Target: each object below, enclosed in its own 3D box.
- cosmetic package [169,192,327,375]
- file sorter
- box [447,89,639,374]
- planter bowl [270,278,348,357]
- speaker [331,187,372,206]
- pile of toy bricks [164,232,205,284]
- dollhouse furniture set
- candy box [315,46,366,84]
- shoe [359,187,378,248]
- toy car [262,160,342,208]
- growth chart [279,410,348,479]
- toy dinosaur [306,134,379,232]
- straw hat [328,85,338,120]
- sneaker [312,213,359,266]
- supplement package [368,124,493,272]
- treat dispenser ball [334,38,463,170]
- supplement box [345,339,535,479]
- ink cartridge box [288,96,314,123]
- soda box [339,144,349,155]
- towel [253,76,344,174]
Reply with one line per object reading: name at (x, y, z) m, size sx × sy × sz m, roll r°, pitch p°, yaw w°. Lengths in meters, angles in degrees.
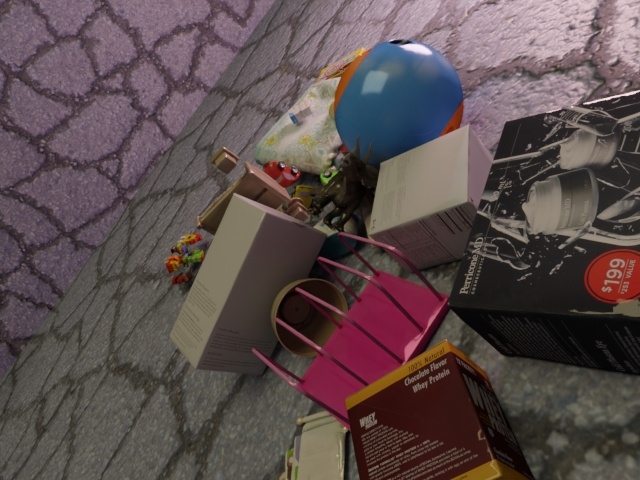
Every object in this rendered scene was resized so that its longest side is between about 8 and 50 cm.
cosmetic package at (-0.162, 0.104, 1.088) m, size 0.155 × 0.197 × 0.365 m, roll 27°, pitch 93°, yaw 47°
file sorter at (0.048, 0.152, 0.870) m, size 0.290 × 0.182 × 0.202 m, roll -54°, pitch 33°, yaw -12°
box at (0.390, -0.012, 0.647) m, size 0.312 × 0.179 × 0.343 m, roll -4°, pitch 54°, yaw 49°
planter bowl at (-0.037, 0.154, 1.020) m, size 0.162 × 0.162 × 0.109 m, roll -58°, pitch 22°, yaw -11°
speaker at (0.090, -0.134, 1.231) m, size 0.136 × 0.055 × 0.055 m, roll -39°, pitch 35°, yaw 16°
pile of toy bricks at (-0.446, 0.061, 1.657) m, size 0.105 × 0.118 × 0.212 m, roll -9°, pitch 27°, yaw 9°
dollhouse furniture set at (-0.223, -0.066, 1.248) m, size 0.303 × 0.355 × 0.174 m, roll -42°, pitch 40°, yaw 15°
candy box at (0.070, -0.625, 1.760) m, size 0.206 × 0.027 × 0.105 m, roll -13°, pitch 45°, yaw 43°
shoe at (0.115, -0.061, 1.111) m, size 0.058 × 0.076 × 0.219 m, roll -35°, pitch 38°, yaw 14°
toy car at (-0.013, -0.148, 1.285) m, size 0.225 × 0.239 × 0.053 m, roll -7°, pitch 67°, yaw 17°
growth chart at (-0.013, 0.413, 0.852) m, size 0.172 × 0.021 × 0.237 m, roll -23°, pitch 42°, yaw 36°
toy dinosaur at (0.053, -0.110, 1.098) m, size 0.160 × 0.121 × 0.313 m, roll -48°, pitch 4°, yaw -6°
straw hat at (0.070, -0.403, 1.339) m, size 0.144 × 0.061 × 0.144 m, roll -19°, pitch 45°, yaw 20°
sneaker at (0.000, 0.000, 1.194) m, size 0.229 × 0.087 × 0.092 m, roll -17°, pitch 35°, yaw 34°
supplement package at (0.226, -0.073, 0.925) m, size 0.203 × 0.149 × 0.194 m, roll -19°, pitch 44°, yaw 38°
treat dispenser ball at (0.173, -0.297, 1.080) m, size 0.288 × 0.288 × 0.288 m, roll -31°, pitch 38°, yaw 28°
supplement box at (0.160, 0.285, 0.673) m, size 0.191 × 0.129 × 0.194 m, roll -37°, pitch 36°, yaw 20°
ink cartridge box at (-0.052, -0.388, 1.435) m, size 0.083 × 0.028 × 0.048 m, roll -26°, pitch 42°, yaw 13°
soda box at (0.170, -0.314, 1.287) m, size 0.263 × 0.083 × 0.092 m, roll -55°, pitch 34°, yaw -8°
towel at (0.006, -0.355, 1.448) m, size 0.321 × 0.090 × 0.374 m, roll 14°, pitch 61°, yaw 45°
